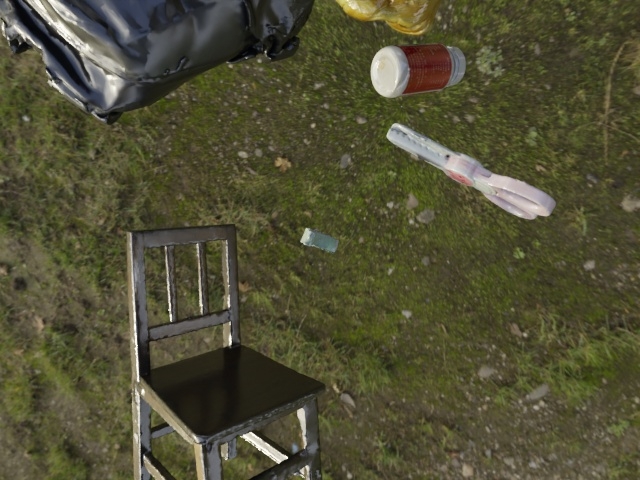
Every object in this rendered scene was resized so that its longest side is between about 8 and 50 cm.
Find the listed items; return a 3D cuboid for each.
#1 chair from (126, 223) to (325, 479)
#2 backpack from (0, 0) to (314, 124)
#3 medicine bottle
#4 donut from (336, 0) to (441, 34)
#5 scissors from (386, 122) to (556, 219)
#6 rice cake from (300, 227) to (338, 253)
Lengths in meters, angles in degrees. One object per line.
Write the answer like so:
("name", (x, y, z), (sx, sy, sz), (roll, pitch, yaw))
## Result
("chair", (-0.134, 0.200, 0.682), (0.241, 0.203, 0.416), (14, 106, 45))
("backpack", (-0.221, -0.373, 0.673), (0.446, 0.255, 0.363), (-41, 91, -25))
("medicine bottle", (0.265, -0.461, 1.292), (0.250, 0.131, 0.131), (-18, 106, -30))
("donut", (0.197, -0.753, 1.468), (0.360, 0.360, 0.170), (23, 121, 2))
("scissors", (0.203, -0.098, 0.672), (0.242, 0.118, 0.030), (29, 90, 7))
("rice cake", (0.000, 0.000, 1.173), (0.034, 0.211, 0.043), (21, 90, 19))
